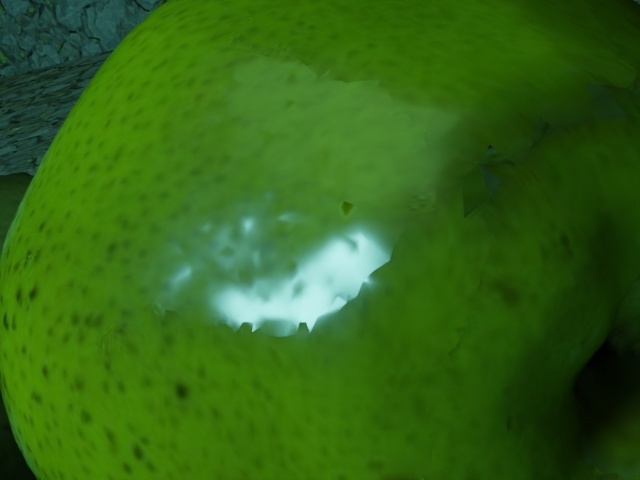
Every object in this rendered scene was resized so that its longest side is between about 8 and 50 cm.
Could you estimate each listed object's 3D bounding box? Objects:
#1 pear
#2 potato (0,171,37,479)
[{"bbox_3d":[0.031,0.026,0.502,0.294,0.294,0.294,-17,17,6],"label":"pear"},{"bbox_3d":[-0.218,0.083,0.674,0.359,0.219,0.269,-24,6,-23],"label":"potato"}]
